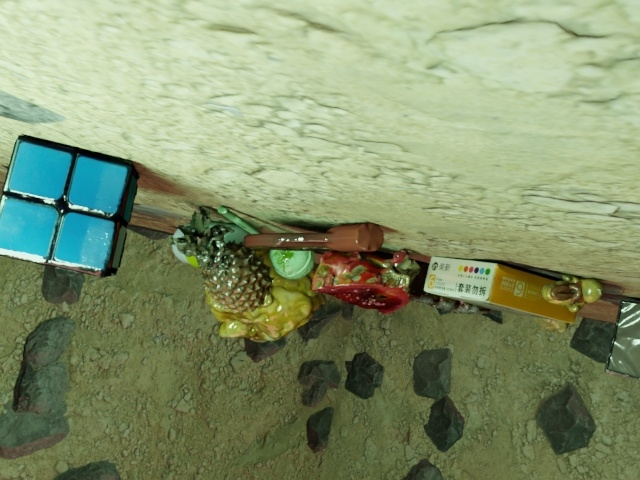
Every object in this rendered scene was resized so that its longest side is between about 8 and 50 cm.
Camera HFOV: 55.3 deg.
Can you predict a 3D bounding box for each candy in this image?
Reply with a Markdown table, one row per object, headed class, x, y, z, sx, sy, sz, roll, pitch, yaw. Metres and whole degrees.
| class | x | y | z | sx | sy | sz | roll | pitch | yaw |
| --- | --- | --- | --- | --- | --- | --- | --- | --- | --- |
| candy | -0.130 | -0.002 | 1.451 | 0.119 | 0.119 | 0.440 | 10 | 168 | 25 |

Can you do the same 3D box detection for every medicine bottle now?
| class | x | y | z | sx | sy | sz | roll | pitch | yaw |
| --- | --- | --- | --- | --- | --- | --- | --- | --- | --- |
| medicine bottle | -0.304 | 0.016 | 1.714 | 0.225 | 0.139 | 0.139 | 7 | 173 | 43 |

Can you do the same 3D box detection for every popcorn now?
| class | x | y | z | sx | sy | sz | roll | pitch | yaw |
| --- | --- | --- | --- | --- | --- | --- | --- | --- | --- |
| popcorn | -0.182 | 0.152 | 2.026 | 0.390 | 0.354 | 0.344 | -32 | 173 | -29 |

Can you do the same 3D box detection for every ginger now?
| class | x | y | z | sx | sy | sz | roll | pitch | yaw |
| --- | --- | --- | --- | --- | --- | --- | --- | --- | --- |
| ginger | 0.604 | 0.185 | 1.684 | 0.115 | 0.123 | 0.193 | -8 | -172 | -20 |

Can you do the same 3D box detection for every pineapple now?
| class | x | y | z | sx | sy | sz | roll | pitch | yaw |
| --- | --- | --- | --- | --- | --- | --- | --- | --- | --- |
| pineapple | -0.237 | 0.057 | 1.461 | 0.175 | 0.175 | 0.361 | 10 | 161 | 24 |

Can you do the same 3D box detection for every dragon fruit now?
| class | x | y | z | sx | sy | sz | roll | pitch | yaw |
| --- | --- | --- | --- | --- | --- | --- | --- | --- | --- |
| dragon fruit | 0.134 | 0.075 | 1.416 | 0.211 | 0.134 | 0.262 | -12 | 155 | 41 |

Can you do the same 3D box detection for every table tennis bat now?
| class | x | y | z | sx | sy | sz | roll | pitch | yaw |
| --- | --- | --- | --- | --- | --- | --- | --- | --- | --- |
| table tennis bat | 0.000 | 0.000 | 1.221 | 0.268 | 0.051 | 0.414 | 2 | 177 | -25 |

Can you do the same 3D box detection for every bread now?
| class | x | y | z | sx | sy | sz | roll | pitch | yaw |
| --- | --- | --- | --- | --- | --- | --- | --- | --- | --- |
| bread | 0.274 | 0.120 | 1.704 | 0.416 | 0.113 | 0.165 | 15 | 172 | -26 |

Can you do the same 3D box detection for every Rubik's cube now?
| class | x | y | z | sx | sy | sz | roll | pitch | yaw |
| --- | --- | --- | --- | --- | --- | --- | --- | --- | --- |
| Rubik's cube | -0.389 | -0.045 | 0.956 | 0.167 | 0.184 | 0.180 | 14 | 177 | -12 |

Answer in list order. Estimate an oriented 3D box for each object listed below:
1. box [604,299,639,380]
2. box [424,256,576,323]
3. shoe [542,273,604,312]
| class | x | y | z | sx | sy | sz | roll | pitch | yaw |
| --- | --- | --- | --- | --- | --- | --- | --- | --- | --- |
| box | 0.791 | 0.236 | 1.353 | 0.153 | 0.188 | 0.252 | 16 | 176 | -42 |
| box | 0.405 | 0.110 | 1.364 | 0.273 | 0.091 | 0.220 | 15 | 175 | -26 |
| shoe | 0.493 | 0.104 | 1.190 | 0.109 | 0.072 | 0.069 | 11 | 180 | 12 |
